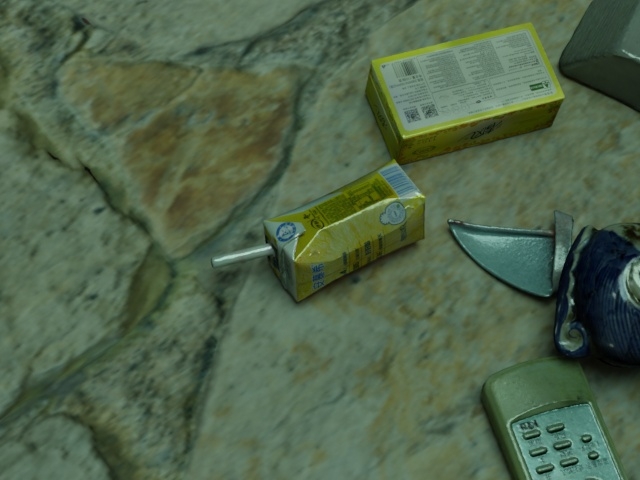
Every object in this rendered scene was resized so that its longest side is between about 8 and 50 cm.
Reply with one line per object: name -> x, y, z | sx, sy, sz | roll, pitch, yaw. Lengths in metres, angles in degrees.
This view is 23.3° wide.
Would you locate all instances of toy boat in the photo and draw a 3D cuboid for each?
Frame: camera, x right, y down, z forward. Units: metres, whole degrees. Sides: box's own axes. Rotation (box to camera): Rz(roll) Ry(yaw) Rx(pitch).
toy boat -> 0.182, 0.010, 1.503 | 0.122, 0.034, 0.096 | 3, 61, 7

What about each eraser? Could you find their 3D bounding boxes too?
eraser -> 0.424, -0.158, 1.581 | 0.353, 0.077, 0.111 | 26, 64, 9

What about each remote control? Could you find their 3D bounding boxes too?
remote control -> 0.224, 0.214, 1.388 | 0.098, 0.038, 0.233 | -14, 65, -11

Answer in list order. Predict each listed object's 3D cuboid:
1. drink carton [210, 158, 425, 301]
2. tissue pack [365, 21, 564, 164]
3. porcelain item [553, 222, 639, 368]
drink carton -> 0.000, 0.000, 1.459 | 0.200, 0.084, 0.074 | -27, 57, -17
tissue pack -> 0.143, -0.147, 1.560 | 0.176, 0.062, 0.095 | -15, 66, -13
porcelain item -> 0.353, 0.092, 1.424 | 0.288, 0.138, 0.186 | 17, 79, -1
